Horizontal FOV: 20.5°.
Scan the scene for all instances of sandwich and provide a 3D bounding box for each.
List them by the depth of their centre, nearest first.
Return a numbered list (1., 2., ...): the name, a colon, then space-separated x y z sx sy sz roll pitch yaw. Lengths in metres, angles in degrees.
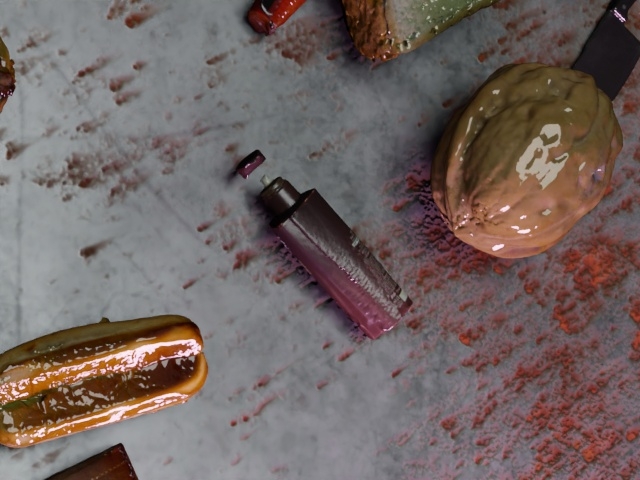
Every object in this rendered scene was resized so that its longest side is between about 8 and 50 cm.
1. sandwich: 0.107 -0.365 1.927 0.249 0.095 0.273 -32 118 -23

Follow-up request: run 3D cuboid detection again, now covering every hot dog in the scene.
1. hot dog: -0.229 0.131 1.717 0.250 0.076 0.104 -15 106 -26

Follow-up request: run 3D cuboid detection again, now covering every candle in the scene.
1. candle: -0.028 -0.290 1.936 0.162 0.048 0.053 -54 139 -26

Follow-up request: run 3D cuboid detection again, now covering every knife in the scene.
1. knife: 0.357 -0.238 2.139 0.072 0.019 0.245 41 66 -19

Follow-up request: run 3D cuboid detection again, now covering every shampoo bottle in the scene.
1. shampoo bottle: -0.001 0.001 1.864 0.236 0.068 0.067 47 64 -10

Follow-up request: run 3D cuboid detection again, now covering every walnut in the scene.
1. walnut: 0.224 -0.090 1.933 0.198 0.198 0.245 46 70 -11

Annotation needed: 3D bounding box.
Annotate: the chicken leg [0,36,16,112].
1. chicken leg: -0.388 -0.114 1.687 0.107 0.087 0.251 41 69 6

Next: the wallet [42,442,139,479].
1. wallet: -0.195 0.337 1.707 0.137 0.031 0.255 -26 92 -30
